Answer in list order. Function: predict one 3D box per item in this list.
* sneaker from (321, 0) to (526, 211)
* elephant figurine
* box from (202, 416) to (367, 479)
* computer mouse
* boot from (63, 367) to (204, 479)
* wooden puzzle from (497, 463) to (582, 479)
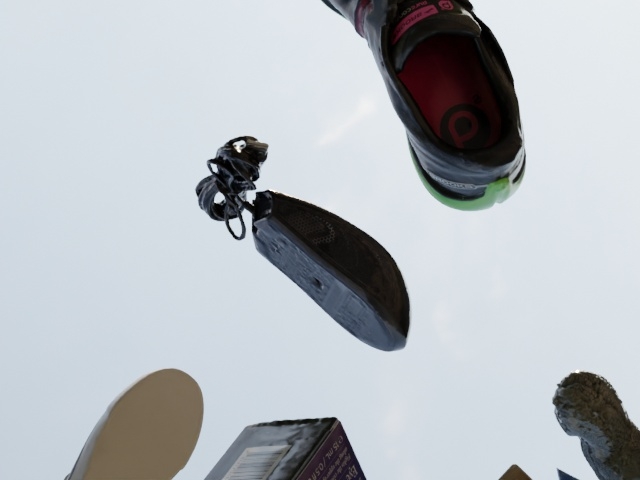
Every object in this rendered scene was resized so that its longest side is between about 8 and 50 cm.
[{"bbox_3d":[0.119,-0.270,1.938,0.482,0.185,0.202,59,171,6],"label":"sneaker"},{"bbox_3d":[0.260,0.180,1.035,0.186,0.169,0.239,-24,-46,-22],"label":"elephant figurine"},{"bbox_3d":[-0.020,0.282,1.421,0.153,0.108,0.207,-51,-57,-48],"label":"box"},{"bbox_3d":[0.000,0.000,1.662,0.272,0.188,0.072,42,-112,1],"label":"computer mouse"},{"bbox_3d":[-0.154,0.169,1.108,0.069,0.086,0.190,42,-120,-18],"label":"boot"},{"bbox_3d":[0.143,0.212,1.211,0.078,0.116,0.014,37,180,-19],"label":"wooden puzzle"}]
